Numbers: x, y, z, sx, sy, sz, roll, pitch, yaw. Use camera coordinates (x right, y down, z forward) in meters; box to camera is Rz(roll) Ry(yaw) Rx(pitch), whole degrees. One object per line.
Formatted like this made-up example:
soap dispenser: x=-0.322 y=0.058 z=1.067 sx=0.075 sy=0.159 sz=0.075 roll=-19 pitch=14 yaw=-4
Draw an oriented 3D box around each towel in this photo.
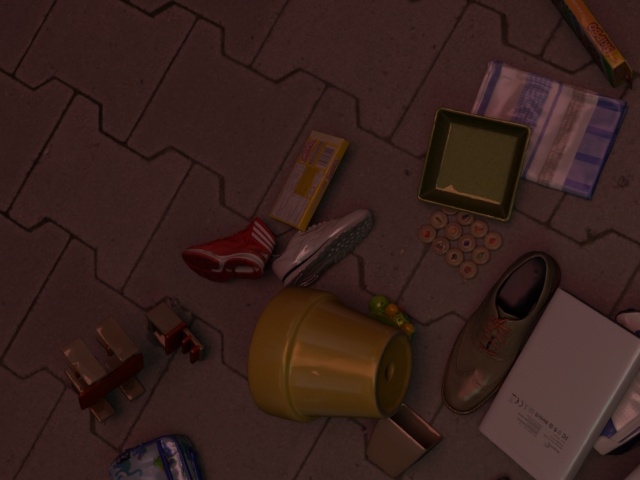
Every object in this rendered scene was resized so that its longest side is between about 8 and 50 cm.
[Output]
towel: x=0.424 y=-0.218 z=1.771 sx=0.285 sy=0.034 sz=0.209 roll=22 pitch=90 yaw=19

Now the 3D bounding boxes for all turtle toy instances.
turtle toy: x=0.136 y=0.162 z=1.786 sx=0.130 sy=0.066 sz=0.095 roll=52 pitch=122 yaw=20

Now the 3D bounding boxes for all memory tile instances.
memory tile: x=0.274 y=-0.006 z=1.797 sx=0.148 sy=0.012 sz=0.113 roll=43 pitch=95 yaw=19

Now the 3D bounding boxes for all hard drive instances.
hard drive: x=0.427 y=0.264 z=1.625 sx=0.203 sy=0.040 sz=0.307 roll=38 pitch=105 yaw=47

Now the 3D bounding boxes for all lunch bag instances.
lunch bag: x=-0.321 y=0.515 z=1.870 sx=0.176 sy=0.090 sz=0.218 roll=-23 pitch=77 yaw=11

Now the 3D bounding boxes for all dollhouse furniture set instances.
dollhouse furniture set: x=-0.379 y=0.254 z=1.854 sx=0.259 sy=0.262 sz=0.135 roll=-35 pitch=72 yaw=-23

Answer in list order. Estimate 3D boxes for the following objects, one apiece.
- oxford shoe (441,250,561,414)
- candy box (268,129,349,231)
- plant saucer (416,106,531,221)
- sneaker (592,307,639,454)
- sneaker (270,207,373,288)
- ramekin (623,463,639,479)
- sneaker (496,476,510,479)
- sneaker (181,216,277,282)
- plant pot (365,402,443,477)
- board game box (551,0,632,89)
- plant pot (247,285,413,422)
oxford shoe: x=0.320 y=0.165 z=1.693 sx=0.123 sy=0.130 sz=0.348 roll=28 pitch=91 yaw=20
candy box: x=-0.024 y=-0.124 z=1.875 sx=0.105 sy=0.027 sz=0.205 roll=24 pitch=85 yaw=50
plant saucer: x=0.299 y=-0.149 z=1.770 sx=0.188 sy=0.045 sz=0.188 roll=16 pitch=103 yaw=19
sneaker: x=0.573 y=0.223 z=1.620 sx=0.315 sy=0.127 sz=0.182 roll=-48 pitch=57 yaw=13
sneaker: x=0.000 y=0.000 z=1.851 sx=0.235 sy=0.090 sz=0.094 roll=-37 pitch=58 yaw=6
ramekin: x=0.544 y=0.463 z=1.507 sx=0.135 sy=0.277 sz=0.277 roll=43 pitch=96 yaw=26
sneaker: x=0.382 y=0.518 z=1.606 sx=0.108 sy=0.100 sz=0.271 roll=-50 pitch=48 yaw=-5
sneaker: x=-0.180 y=0.016 z=1.920 sx=0.221 sy=0.087 sz=0.128 roll=7 pitch=48 yaw=35
plant pot: x=0.150 y=0.385 z=1.734 sx=0.109 sy=0.109 sz=0.096 roll=39 pitch=107 yaw=19
board game box: x=0.505 y=-0.395 z=1.723 sx=0.039 sy=0.124 sz=0.259 roll=-35 pitch=73 yaw=11
plant pot: x=0.031 y=0.223 z=1.692 sx=0.239 sy=0.254 sz=0.253 roll=8 pitch=84 yaw=30
